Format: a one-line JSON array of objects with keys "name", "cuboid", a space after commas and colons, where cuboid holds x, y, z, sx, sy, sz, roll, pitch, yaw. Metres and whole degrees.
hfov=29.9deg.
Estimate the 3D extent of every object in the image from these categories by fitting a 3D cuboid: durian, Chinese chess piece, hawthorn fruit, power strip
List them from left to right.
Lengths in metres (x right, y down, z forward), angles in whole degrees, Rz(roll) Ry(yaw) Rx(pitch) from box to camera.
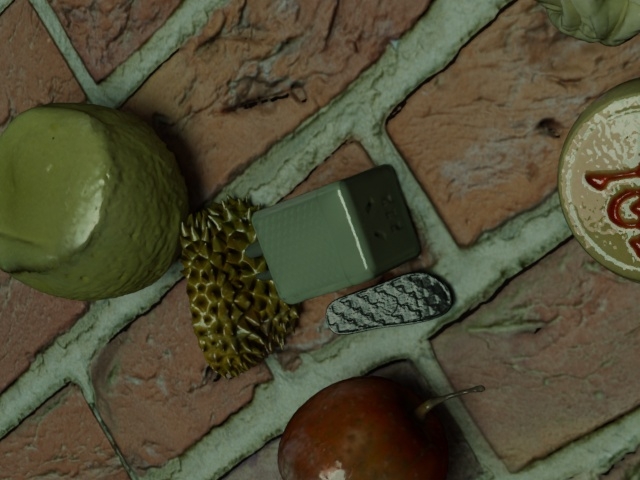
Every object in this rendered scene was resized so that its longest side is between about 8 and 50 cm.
[{"name": "durian", "cuboid": [-0.112, 0.066, 1.766, 0.186, 0.154, 0.261, -26, 97, 11]}, {"name": "power strip", "cuboid": [0.000, 0.000, 1.650, 0.224, 0.140, 0.139, -19, 93, 37]}, {"name": "hawthorn fruit", "cuboid": [0.065, 0.296, 1.659, 0.235, 0.263, 0.231, 31, 152, 34]}, {"name": "Chinese chess piece", "cuboid": [0.398, -0.067, 1.393, 0.250, 0.097, 0.251, 9, 108, 31]}]

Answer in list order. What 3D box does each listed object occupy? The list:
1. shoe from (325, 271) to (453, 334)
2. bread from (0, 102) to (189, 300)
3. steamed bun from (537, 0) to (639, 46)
[{"name": "shoe", "cuboid": [0.097, 0.088, 1.664, 0.179, 0.049, 0.071, -15, 84, 13]}, {"name": "bread", "cuboid": [-0.354, -0.057, 1.818, 0.320, 0.237, 0.321, -1, 88, 31]}, {"name": "steamed bun", "cuboid": [0.341, -0.314, 1.277, 0.320, 0.275, 0.206, 42, 158, 49]}]
